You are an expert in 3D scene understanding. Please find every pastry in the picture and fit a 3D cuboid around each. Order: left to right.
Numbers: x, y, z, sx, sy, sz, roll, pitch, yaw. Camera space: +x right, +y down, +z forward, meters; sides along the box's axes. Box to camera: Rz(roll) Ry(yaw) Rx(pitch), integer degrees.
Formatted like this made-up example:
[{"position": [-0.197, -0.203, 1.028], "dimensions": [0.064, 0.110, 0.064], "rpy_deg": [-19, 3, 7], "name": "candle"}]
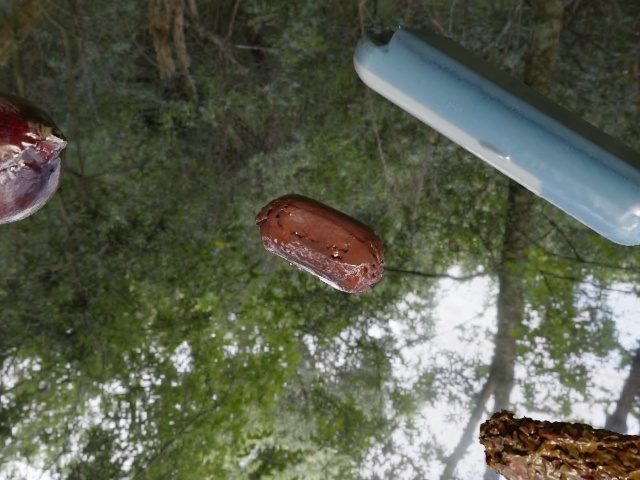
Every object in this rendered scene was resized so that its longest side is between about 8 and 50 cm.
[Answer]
[{"position": [0.228, 0.205, 0.547], "dimensions": [0.169, 0.087, 0.063], "rpy_deg": [3, -148, 18], "name": "pastry"}]

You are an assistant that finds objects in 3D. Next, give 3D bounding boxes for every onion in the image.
[{"position": [-0.363, -0.102, 0.696], "dimensions": [0.195, 0.159, 0.159], "rpy_deg": [-13, 178, 26], "name": "onion"}]

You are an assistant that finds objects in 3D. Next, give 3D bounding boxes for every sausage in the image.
[{"position": [0.000, 0.000, 0.608], "dimensions": [0.141, 0.076, 0.076], "rpy_deg": [25, -170, 9], "name": "sausage"}]

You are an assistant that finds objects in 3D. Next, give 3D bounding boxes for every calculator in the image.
[{"position": [0.113, -0.065, 0.341], "dimensions": [0.210, 0.039, 0.121], "rpy_deg": [37, -152, 15], "name": "calculator"}]
